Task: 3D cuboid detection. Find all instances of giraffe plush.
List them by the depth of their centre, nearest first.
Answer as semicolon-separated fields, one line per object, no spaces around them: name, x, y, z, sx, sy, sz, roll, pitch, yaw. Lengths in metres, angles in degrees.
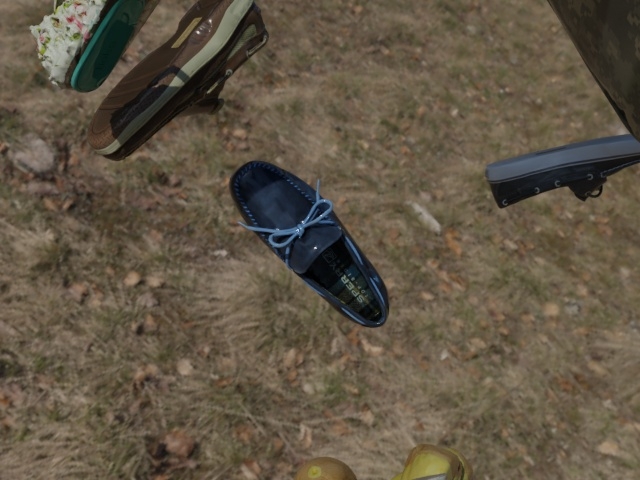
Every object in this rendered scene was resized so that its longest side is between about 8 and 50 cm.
giraffe plush;0.029;0.271;0.714;0.210;0.170;0.181;-51;141;-39

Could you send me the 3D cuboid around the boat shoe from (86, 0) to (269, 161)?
boat shoe;-0.143;-0.172;0.863;0.095;0.257;0.095;18;-26;48

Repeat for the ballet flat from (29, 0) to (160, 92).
ballet flat;-0.164;-0.230;0.645;0.077;0.241;0.091;47;16;11

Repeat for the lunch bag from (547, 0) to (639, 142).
lunch bag;0.330;-0.256;0.621;0.212;0.256;0.305;70;-2;-64

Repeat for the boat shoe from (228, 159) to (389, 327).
boat shoe;0.000;0.000;0.931;0.258;0.109;0.089;40;2;-12

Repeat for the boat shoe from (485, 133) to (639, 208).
boat shoe;0.336;-0.087;1.029;0.080;0.228;0.076;-40;117;-68

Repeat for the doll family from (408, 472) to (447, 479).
doll family;0.036;0.190;0.309;0.263;0.118;0.163;20;53;-68
